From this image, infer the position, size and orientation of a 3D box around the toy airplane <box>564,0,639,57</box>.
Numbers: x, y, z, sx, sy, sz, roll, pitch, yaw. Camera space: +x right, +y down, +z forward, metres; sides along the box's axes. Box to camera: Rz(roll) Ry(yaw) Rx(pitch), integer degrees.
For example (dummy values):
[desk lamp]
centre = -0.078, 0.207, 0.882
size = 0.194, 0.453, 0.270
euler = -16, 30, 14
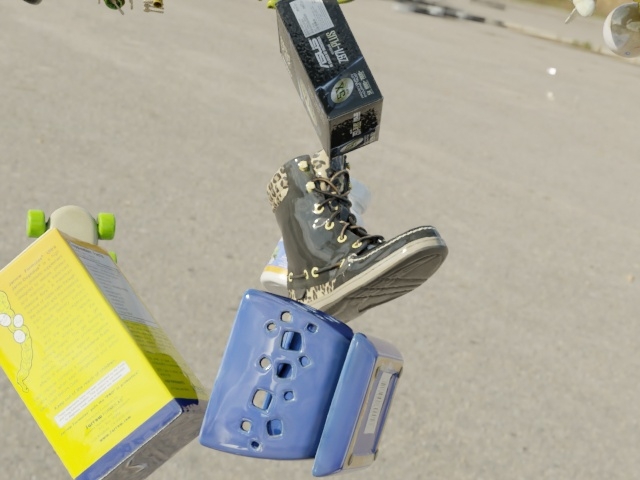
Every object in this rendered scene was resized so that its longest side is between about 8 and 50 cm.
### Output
[toy airplane]
centre = 0.517, -0.406, 1.560
size = 0.386, 0.272, 0.384
euler = 36, 40, -1

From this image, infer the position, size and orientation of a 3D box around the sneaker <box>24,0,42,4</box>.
[sneaker]
centre = -0.740, -0.454, 1.905
size = 0.482, 0.202, 0.185
euler = -13, 13, 8

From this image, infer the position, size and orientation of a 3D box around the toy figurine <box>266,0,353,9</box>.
[toy figurine]
centre = -0.088, -0.496, 1.434
size = 0.362, 0.217, 0.191
euler = 37, 46, 17

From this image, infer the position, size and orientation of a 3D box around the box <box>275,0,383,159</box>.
[box]
centre = 0.010, -0.221, 1.360
size = 0.077, 0.180, 0.147
euler = -23, -14, -5

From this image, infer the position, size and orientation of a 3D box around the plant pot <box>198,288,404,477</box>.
[plant pot]
centre = -0.013, 0.216, 1.494
size = 0.212, 0.236, 0.236
euler = 16, -5, 20

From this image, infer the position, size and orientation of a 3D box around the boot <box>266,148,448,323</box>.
[boot]
centre = 0.042, -0.024, 1.738
size = 0.138, 0.284, 0.377
euler = -1, -22, -35

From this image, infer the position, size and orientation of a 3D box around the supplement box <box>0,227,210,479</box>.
[supplement box]
centre = -0.351, 0.187, 1.598
size = 0.356, 0.195, 0.194
euler = 52, 3, 17

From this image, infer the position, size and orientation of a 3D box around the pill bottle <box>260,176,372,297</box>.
[pill bottle]
centre = 0.000, 0.000, 2.125
size = 0.152, 0.272, 0.152
euler = 24, -17, 8

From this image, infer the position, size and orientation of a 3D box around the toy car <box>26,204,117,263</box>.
[toy car]
centre = -0.473, 0.031, 1.912
size = 0.155, 0.149, 0.188
euler = 2, -20, -21

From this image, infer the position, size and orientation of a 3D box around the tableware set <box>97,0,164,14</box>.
[tableware set]
centre = -0.405, -0.520, 2.185
size = 0.154, 0.104, 0.024
euler = 9, 58, -4
